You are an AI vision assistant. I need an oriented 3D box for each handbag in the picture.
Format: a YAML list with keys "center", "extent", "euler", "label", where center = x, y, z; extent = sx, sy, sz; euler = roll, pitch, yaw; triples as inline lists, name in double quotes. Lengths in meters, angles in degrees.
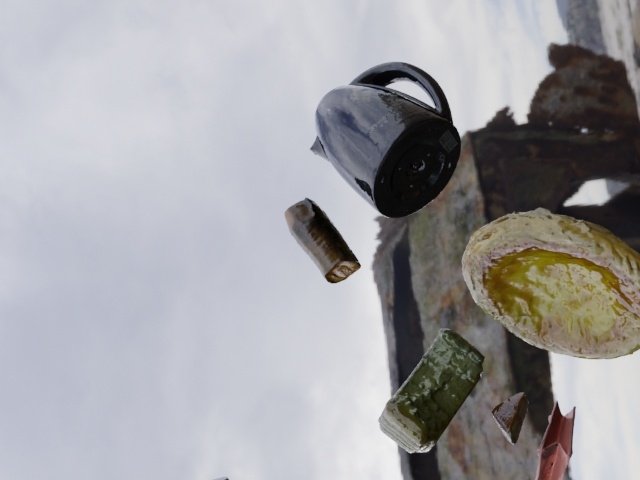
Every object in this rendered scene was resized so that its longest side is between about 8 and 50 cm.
- center: [0.468, 0.450, 1.396]
  extent: [0.157, 0.059, 0.212]
  euler: [-52, -31, -51]
  label: "handbag"

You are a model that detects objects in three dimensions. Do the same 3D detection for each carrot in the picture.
- center: [0.000, 0.000, 1.314]
  extent: [0.173, 0.082, 0.082]
  euler: [54, -160, 17]
  label: "carrot"

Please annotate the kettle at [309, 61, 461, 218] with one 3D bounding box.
- center: [0.124, -0.224, 1.342]
  extent: [0.290, 0.268, 0.207]
  euler: [46, 180, 40]
  label: "kettle"

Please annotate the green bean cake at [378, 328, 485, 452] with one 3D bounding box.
- center: [0.235, 0.325, 1.448]
  extent: [0.236, 0.124, 0.233]
  euler: [-49, -17, -20]
  label: "green bean cake"

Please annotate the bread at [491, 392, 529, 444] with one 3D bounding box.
- center: [0.366, 0.348, 1.348]
  extent: [0.043, 0.062, 0.109]
  euler: [59, -136, -29]
  label: "bread"

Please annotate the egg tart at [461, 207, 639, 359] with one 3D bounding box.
- center: [0.384, 0.052, 1.080]
  extent: [0.128, 0.319, 0.319]
  euler: [-57, -46, -35]
  label: "egg tart"

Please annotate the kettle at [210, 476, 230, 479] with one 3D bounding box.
- center: [-0.184, 0.487, 1.156]
  extent: [0.127, 0.098, 0.148]
  euler: [-9, -102, -48]
  label: "kettle"
